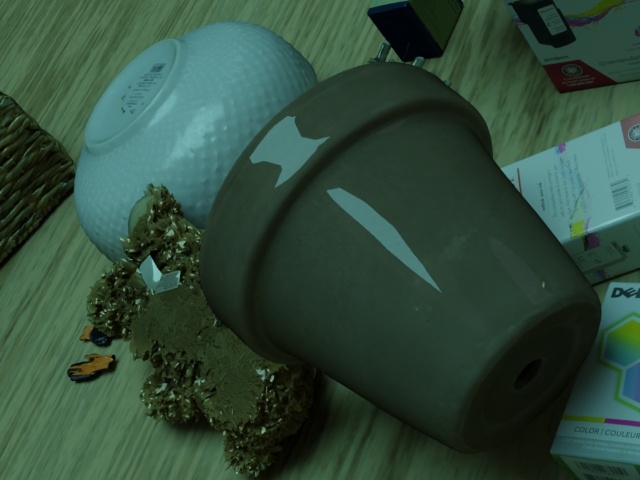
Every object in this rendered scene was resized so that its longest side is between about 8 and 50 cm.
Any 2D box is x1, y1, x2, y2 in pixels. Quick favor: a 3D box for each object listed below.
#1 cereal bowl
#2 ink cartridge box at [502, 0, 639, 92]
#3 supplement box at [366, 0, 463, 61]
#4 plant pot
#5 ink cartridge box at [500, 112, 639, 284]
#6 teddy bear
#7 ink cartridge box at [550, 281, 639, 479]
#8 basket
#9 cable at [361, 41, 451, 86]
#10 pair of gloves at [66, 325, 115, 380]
[{"bbox_3d":[-0.171,-0.129,1.370,0.339,0.141,0.339,-34,33,26],"label":"cereal bowl"},{"bbox_3d":[0.249,-0.230,1.102,0.127,0.175,0.072,-5,51,39],"label":"ink cartridge box"},{"bbox_3d":[0.109,-0.264,1.336,0.056,0.083,0.083,-1,54,41],"label":"supplement box"},{"bbox_3d":[0.077,0.033,0.883,0.263,0.263,0.229,-45,58,-3],"label":"plant pot"},{"bbox_3d":[0.220,-0.023,1.015,0.198,0.067,0.115,-21,42,24],"label":"ink cartridge box"},{"bbox_3d":[-0.110,0.078,1.147,0.338,0.113,0.245,15,86,43],"label":"teddy bear"},{"bbox_3d":[0.261,0.088,0.873,0.109,0.062,0.209,0,54,43],"label":"ink cartridge box"},{"bbox_3d":[-0.524,-0.080,1.613,0.299,0.213,0.223,-48,38,-8],"label":"basket"},{"bbox_3d":[0.032,-0.081,1.275,0.139,0.072,0.287,39,95,36],"label":"cable"},{"bbox_3d":[-0.254,0.124,1.341,0.074,0.010,0.083,-15,42,33],"label":"pair of gloves"}]
